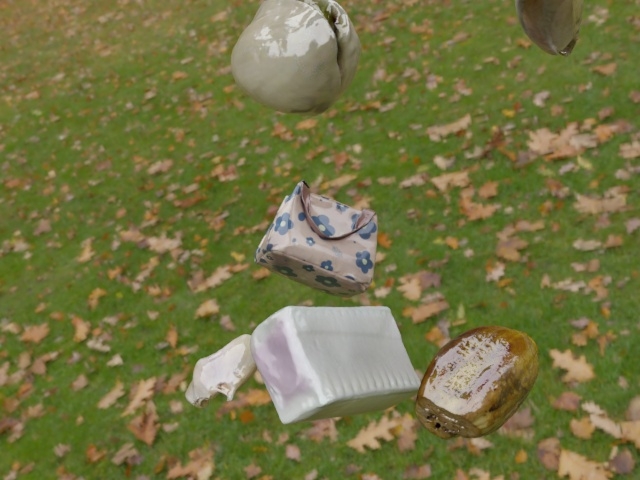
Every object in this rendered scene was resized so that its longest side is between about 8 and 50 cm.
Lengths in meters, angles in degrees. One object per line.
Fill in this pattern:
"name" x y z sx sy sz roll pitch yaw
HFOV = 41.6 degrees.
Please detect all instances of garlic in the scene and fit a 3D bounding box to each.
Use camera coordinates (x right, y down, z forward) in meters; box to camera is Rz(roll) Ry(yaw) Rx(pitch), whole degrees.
"garlic" -0.231 0.305 1.998 0.217 0.110 0.228 -41 8 -15
"garlic" 0.353 -0.373 1.308 0.101 0.196 0.087 26 54 27

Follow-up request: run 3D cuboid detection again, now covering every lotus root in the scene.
"lotus root" 0.310 0.276 1.640 0.193 0.193 0.291 12 37 44

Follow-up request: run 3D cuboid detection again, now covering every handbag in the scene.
"handbag" 0.000 0.000 1.892 0.190 0.251 0.193 150 140 -68

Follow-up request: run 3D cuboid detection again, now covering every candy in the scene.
"candy" 0.036 0.250 1.720 0.145 0.208 0.358 -36 -25 33

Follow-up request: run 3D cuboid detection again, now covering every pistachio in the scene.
"pistachio" -0.040 -0.334 1.522 0.207 0.226 0.331 -15 12 -25
